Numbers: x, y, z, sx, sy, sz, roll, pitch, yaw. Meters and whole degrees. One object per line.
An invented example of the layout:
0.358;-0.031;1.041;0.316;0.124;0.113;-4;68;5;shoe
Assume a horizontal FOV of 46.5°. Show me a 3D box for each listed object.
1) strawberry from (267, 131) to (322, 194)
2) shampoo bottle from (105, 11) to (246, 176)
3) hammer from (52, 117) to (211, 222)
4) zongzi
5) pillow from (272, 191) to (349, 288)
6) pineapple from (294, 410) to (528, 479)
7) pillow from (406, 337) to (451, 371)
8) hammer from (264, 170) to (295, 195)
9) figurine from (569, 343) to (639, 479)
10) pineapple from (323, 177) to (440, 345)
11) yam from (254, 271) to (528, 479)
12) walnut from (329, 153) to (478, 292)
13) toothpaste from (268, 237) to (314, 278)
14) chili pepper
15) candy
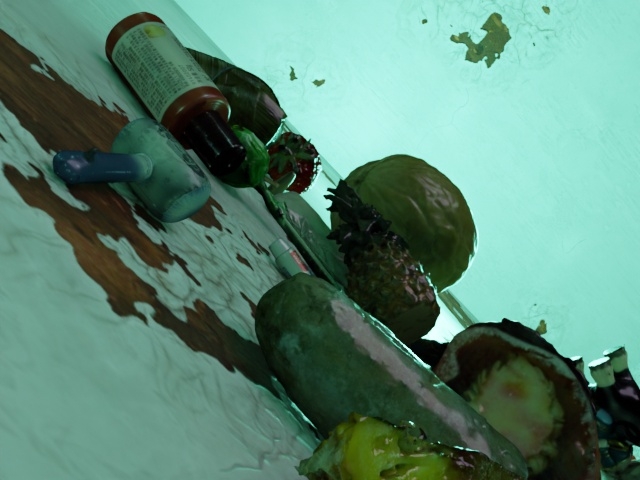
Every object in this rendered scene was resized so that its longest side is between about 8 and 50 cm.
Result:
-0.060;-0.160;1.584;0.131;0.131;0.148;49;-21;4;strawberry
-0.204;-0.206;1.080;0.278;0.104;0.104;52;9;22;shampoo bottle
-0.188;-0.068;0.720;0.116;0.069;0.194;50;17;9;hammer
-0.203;-0.270;1.353;0.300;0.138;0.286;33;4;-5;zongzi
0.000;0.000;1.343;0.229;0.051;0.128;46;20;1;pillow
0.051;0.222;0.530;0.250;0.164;0.139;35;54;-39;pineapple
0.255;0.209;1.250;0.256;0.034;0.189;-5;-34;43;pillow
-0.113;-0.132;1.381;0.028;0.060;0.195;53;14;29;hammer
0.565;0.402;1.397;0.306;0.411;0.241;8;13;27;figurine
0.092;0.031;1.247;0.170;0.141;0.310;16;38;-39;pineapple
0.067;0.164;0.703;0.330;0.133;0.133;46;9;1;yam
0.174;-0.023;1.555;0.333;0.333;0.333;47;9;-9;walnut
0.001;0.089;1.041;0.218;0.033;0.052;53;13;3;toothpaste
0.287;0.262;1.036;0.251;0.229;0.305;37;2;34;chili pepper
-0.063;-0.040;1.191;0.323;0.097;0.097;54;7;-13;candy
